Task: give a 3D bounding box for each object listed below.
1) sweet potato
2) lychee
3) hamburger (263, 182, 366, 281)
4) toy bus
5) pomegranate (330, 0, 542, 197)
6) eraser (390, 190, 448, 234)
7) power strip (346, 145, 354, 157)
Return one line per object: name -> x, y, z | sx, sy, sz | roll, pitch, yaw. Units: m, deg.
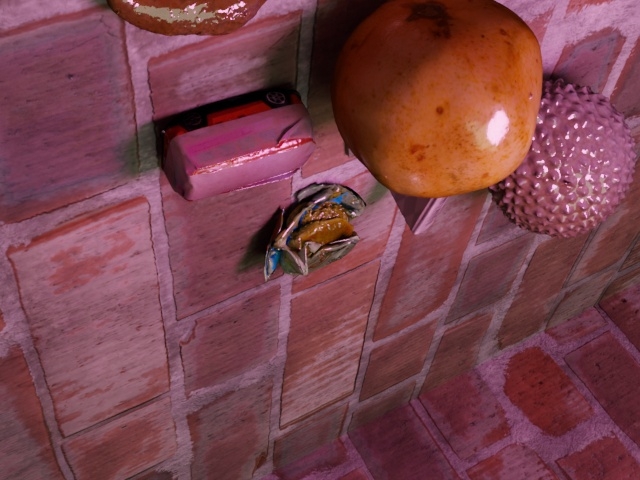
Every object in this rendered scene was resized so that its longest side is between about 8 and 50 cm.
sweet potato -> -0.172, -0.376, 1.362 | 0.341, 0.092, 0.114 | -19, 131, -28
lychee -> 0.575, -0.204, 2.130 | 0.380, 0.380, 0.432 | -44, 131, 16
hamburger -> 0.002, -0.001, 2.037 | 0.260, 0.150, 0.276 | 3, 133, -50
toy bus -> -0.151, -0.181, 1.626 | 0.302, 0.147, 0.128 | -18, 152, -26
pomegranate -> 0.228, -0.262, 1.616 | 0.416, 0.417, 0.417 | -26, 150, -16
eraser -> 0.286, -0.223, 1.952 | 0.082, 0.213, 0.397 | 1, 137, -31
power strip -> 0.071, -0.216, 1.924 | 0.027, 0.017, 0.083 | -28, 151, -13
